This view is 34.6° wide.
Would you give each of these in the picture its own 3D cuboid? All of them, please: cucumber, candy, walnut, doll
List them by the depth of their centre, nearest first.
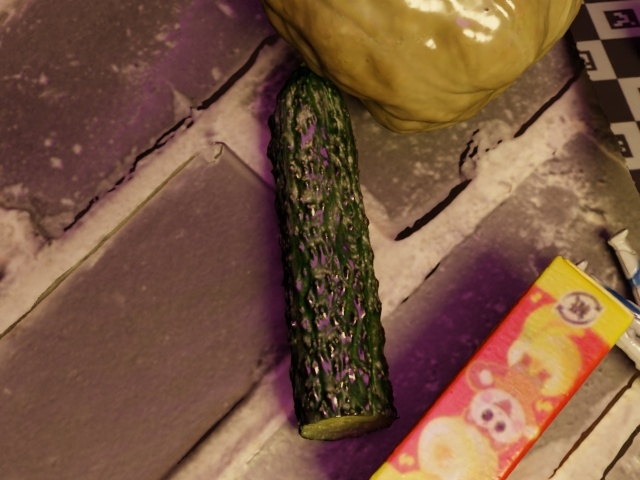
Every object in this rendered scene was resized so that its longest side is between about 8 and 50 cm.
[{"bbox_3d":[0.141,0.152,0.889,0.088,0.146,0.276,41,74,9],"label":"candy"},{"bbox_3d":[0.091,-0.242,0.948,0.277,0.253,0.282,37,68,2],"label":"walnut"},{"bbox_3d":[0.326,0.098,0.952,0.114,0.057,0.227,-28,83,-44],"label":"doll"},{"bbox_3d":[0.000,0.000,0.958,0.096,0.096,0.359,-7,70,-5],"label":"cucumber"}]

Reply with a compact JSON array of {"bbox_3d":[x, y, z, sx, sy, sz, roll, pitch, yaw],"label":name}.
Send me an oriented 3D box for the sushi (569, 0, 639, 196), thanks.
[{"bbox_3d":[0.439,-0.174,0.966,0.359,0.064,0.343,-5,48,-1],"label":"sushi"}]
